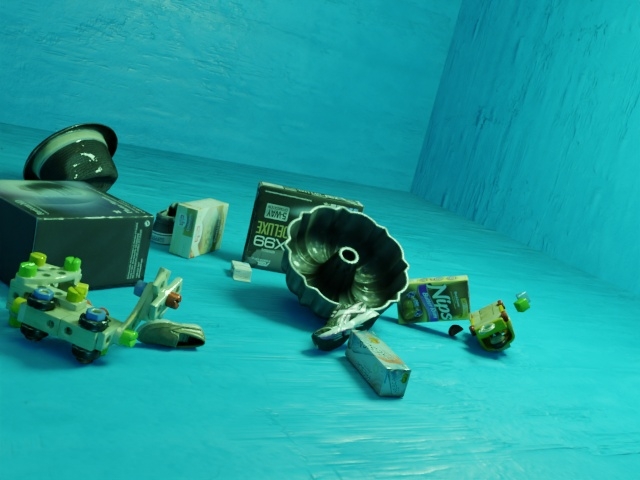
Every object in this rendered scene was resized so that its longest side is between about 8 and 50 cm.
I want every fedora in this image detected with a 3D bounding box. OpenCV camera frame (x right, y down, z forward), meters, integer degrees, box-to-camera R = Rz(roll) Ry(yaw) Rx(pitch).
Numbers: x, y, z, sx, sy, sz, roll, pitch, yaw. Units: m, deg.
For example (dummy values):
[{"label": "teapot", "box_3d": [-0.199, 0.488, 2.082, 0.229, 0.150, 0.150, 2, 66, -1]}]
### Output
[{"label": "fedora", "box_3d": [-0.760, -0.224, 2.182, 0.152, 0.334, 0.334, 50, 23, 13]}]

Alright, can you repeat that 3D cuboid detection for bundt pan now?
[{"label": "bundt pan", "box_3d": [0.048, 0.072, 1.710, 0.331, 0.124, 0.330, 14, 47, -15]}]

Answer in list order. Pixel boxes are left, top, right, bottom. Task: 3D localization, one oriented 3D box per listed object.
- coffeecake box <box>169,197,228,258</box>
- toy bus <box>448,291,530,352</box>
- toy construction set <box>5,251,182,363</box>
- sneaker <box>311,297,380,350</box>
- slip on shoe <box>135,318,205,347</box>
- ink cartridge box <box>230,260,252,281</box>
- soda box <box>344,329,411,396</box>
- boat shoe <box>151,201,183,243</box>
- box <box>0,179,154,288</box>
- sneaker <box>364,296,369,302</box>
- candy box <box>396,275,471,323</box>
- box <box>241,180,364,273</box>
[{"label": "coffeecake box", "box_3d": [-0.343, -0.037, 1.953, 0.068, 0.142, 0.185, 17, 14, 16]}, {"label": "toy bus", "box_3d": [0.442, 0.229, 1.739, 0.202, 0.104, 0.191, -32, 5, -30]}, {"label": "toy construction set", "box_3d": [-0.421, 0.116, 1.244, 0.328, 0.151, 0.215, 5, 11, 12]}, {"label": "sneaker", "box_3d": [0.042, 0.180, 1.503, 0.178, 0.072, 0.077, -17, 54, -42]}, {"label": "slip on shoe", "box_3d": [-0.282, 0.183, 1.300, 0.135, 0.051, 0.041, 12, 23, -37]}, {"label": "ink cartridge box", "box_3d": [-0.211, 0.083, 1.836, 0.048, 0.028, 0.083, 10, 14, -17]}, {"label": "soda box", "box_3d": [0.114, 0.247, 1.396, 0.058, 0.063, 0.183, 8, 14, -24]}, {"label": "boat shoe", "box_3d": [-0.427, -0.067, 2.082, 0.108, 0.102, 0.301, 16, 13, 11]}, {"label": "box", "box_3d": [-0.587, -0.018, 1.533, 0.296, 0.182, 0.294, 22, 17, 34]}, {"label": "sneaker", "box_3d": [0.119, 0.153, 1.834, 0.061, 0.053, 0.152, 14, 12, -14]}, {"label": "candy box", "box_3d": [0.289, 0.152, 1.766, 0.187, 0.109, 0.053, -5, 10, 9]}, {"label": "box", "box_3d": [-0.054, -0.022, 1.975, 0.308, 0.242, 0.076, 12, 13, -13]}]
